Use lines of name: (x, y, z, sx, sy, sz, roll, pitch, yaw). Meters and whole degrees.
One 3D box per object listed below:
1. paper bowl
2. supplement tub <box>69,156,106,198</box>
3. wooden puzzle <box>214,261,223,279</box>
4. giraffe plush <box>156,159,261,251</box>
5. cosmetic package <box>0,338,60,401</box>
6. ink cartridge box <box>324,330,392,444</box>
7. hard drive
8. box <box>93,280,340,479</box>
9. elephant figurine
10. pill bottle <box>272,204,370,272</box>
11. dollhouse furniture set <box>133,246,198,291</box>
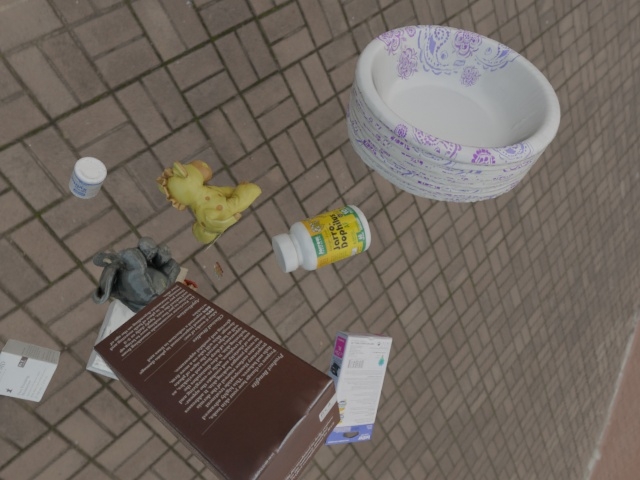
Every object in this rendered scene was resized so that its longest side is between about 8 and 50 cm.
paper bowl: (0.180, -0.175, 0.621, 0.284, 0.284, 0.148, -31, 155, -26)
supplement tub: (-0.578, -0.154, 1.036, 0.071, 0.107, 0.071, 16, 62, -32)
wooden puzzle: (-0.376, 0.112, 1.533, 0.083, 0.006, 0.049, 77, 12, -51)
giraffe plush: (-0.257, -0.094, 0.892, 0.181, 0.210, 0.170, -37, 106, 24)
cosmetic package: (-1.102, 0.480, 1.551, 0.184, 0.151, 0.151, 26, 83, -29)
ink cartridge box: (0.099, 0.426, 1.219, 0.186, 0.065, 0.311, 14, 86, -37)
hard drive: (-0.485, 0.322, 1.201, 0.307, 0.040, 0.203, 39, 34, -35)
box: (-0.174, 0.237, 0.695, 0.191, 0.381, 0.143, -43, 139, -32)
elephant figurine: (-0.479, 0.103, 1.032, 0.169, 0.239, 0.186, 59, 23, -21)
pill bottle: (0.000, 0.000, 0.964, 0.208, 0.117, 0.117, -19, 111, -18)
dollhouse furniture set: (-0.581, 0.130, 1.534, 0.259, 0.262, 0.135, 17, 69, -2)
